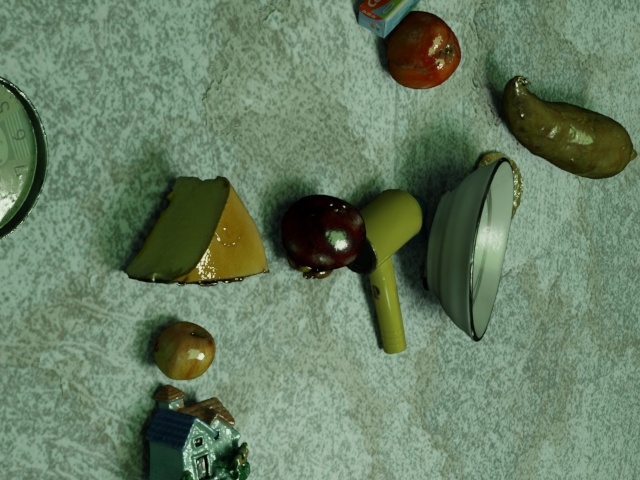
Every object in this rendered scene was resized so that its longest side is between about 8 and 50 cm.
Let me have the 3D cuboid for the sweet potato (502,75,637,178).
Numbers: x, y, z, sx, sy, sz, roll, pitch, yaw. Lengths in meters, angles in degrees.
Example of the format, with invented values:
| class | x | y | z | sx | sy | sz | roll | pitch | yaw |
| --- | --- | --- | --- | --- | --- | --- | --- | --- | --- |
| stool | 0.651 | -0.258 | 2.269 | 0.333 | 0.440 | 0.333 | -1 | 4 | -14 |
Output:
| class | x | y | z | sx | sy | sz | roll | pitch | yaw |
| --- | --- | --- | --- | --- | --- | --- | --- | --- | --- |
| sweet potato | 0.443 | -0.200 | 2.225 | 0.422 | 0.130 | 0.131 | 20 | 85 | -42 |

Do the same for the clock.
| class | x | y | z | sx | sy | sz | roll | pitch | yaw |
| --- | --- | --- | --- | --- | --- | --- | --- | --- | --- |
| clock | -0.410 | -0.093 | 1.395 | 0.215 | 0.042 | 0.215 | -14 | 109 | -44 |

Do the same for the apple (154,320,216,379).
| class | x | y | z | sx | sy | sz | roll | pitch | yaw |
| --- | --- | --- | --- | --- | --- | --- | --- | --- | --- |
| apple | -0.186 | 0.153 | 1.667 | 0.084 | 0.084 | 0.071 | 1 | 125 | -47 |

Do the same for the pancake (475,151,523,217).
| class | x | y | z | sx | sy | sz | roll | pitch | yaw |
| --- | --- | --- | --- | --- | --- | --- | --- | --- | --- |
| pancake | 0.313 | -0.089 | 2.180 | 0.151 | 0.025 | 0.152 | -14 | 110 | -43 |

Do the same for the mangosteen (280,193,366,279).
| class | x | y | z | sx | sy | sz | roll | pitch | yaw |
| --- | --- | --- | --- | --- | --- | --- | --- | --- | --- |
| mangosteen | 0.000 | 0.000 | 1.807 | 0.140 | 0.140 | 0.140 | -13 | 109 | -44 |

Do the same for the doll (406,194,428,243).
| class | x | y | z | sx | sy | sz | roll | pitch | yaw |
| --- | --- | --- | --- | --- | --- | --- | --- | --- | --- |
| doll | 0.153 | -0.035 | 2.007 | 0.076 | 0.050 | 0.083 | -26 | 116 | -45 |

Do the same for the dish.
| class | x | y | z | sx | sy | sz | roll | pitch | yaw |
| --- | --- | --- | --- | --- | --- | --- | --- | --- | --- |
| dish | 0.241 | 0.010 | 2.033 | 0.316 | 0.106 | 0.317 | 9 | 90 | -72 |

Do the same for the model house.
| class | x | y | z | sx | sy | sz | roll | pitch | yaw |
| --- | --- | --- | --- | --- | --- | --- | --- | --- | --- |
| model house | -0.174 | 0.270 | 1.689 | 0.148 | 0.119 | 0.149 | -16 | 103 | -44 |

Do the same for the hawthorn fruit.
| class | x | y | z | sx | sy | sz | roll | pitch | yaw |
| --- | --- | --- | --- | --- | --- | --- | --- | --- | --- |
| hawthorn fruit | 0.160 | -0.298 | 1.902 | 0.128 | 0.128 | 0.128 | -13 | 109 | -44 |

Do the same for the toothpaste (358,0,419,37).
| class | x | y | z | sx | sy | sz | roll | pitch | yaw |
| --- | --- | --- | --- | --- | --- | --- | --- | --- | --- |
| toothpaste | 0.125 | -0.399 | 1.894 | 0.193 | 0.070 | 0.044 | -48 | 159 | -28 |

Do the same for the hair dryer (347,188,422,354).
| class | x | y | z | sx | sy | sz | roll | pitch | yaw |
| --- | --- | --- | --- | --- | --- | --- | --- | --- | --- |
| hair dryer | 0.109 | 0.060 | 1.966 | 0.135 | 0.090 | 0.279 | -40 | 132 | -37 |

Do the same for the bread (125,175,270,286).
| class | x | y | z | sx | sy | sz | roll | pitch | yaw |
| --- | --- | --- | --- | --- | --- | --- | --- | --- | --- |
| bread | -0.163 | 0.025 | 1.622 | 0.160 | 0.140 | 0.169 | -55 | 134 | -31 |
